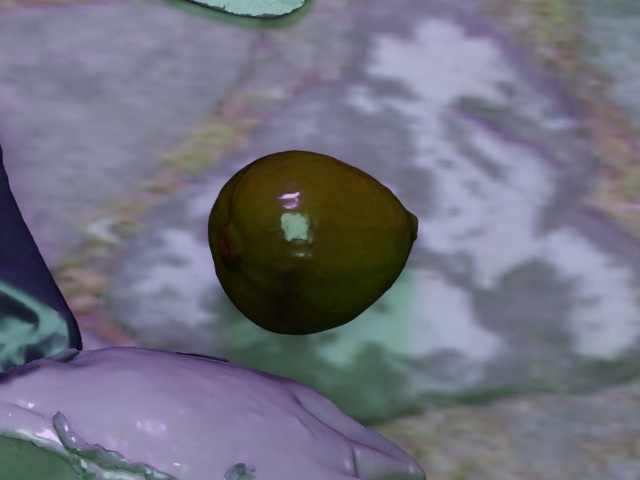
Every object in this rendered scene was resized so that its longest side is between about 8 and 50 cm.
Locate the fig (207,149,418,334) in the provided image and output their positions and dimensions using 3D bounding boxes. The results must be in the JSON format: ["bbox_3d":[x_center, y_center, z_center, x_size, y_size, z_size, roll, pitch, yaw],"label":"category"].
[{"bbox_3d":[0.000,0.000,0.783,0.088,0.074,0.074,-2,86,-32],"label":"fig"}]

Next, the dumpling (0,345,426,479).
[{"bbox_3d":[-0.068,0.117,0.741,0.247,0.142,0.172,20,121,-26],"label":"dumpling"}]

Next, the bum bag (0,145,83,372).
[{"bbox_3d":[-0.183,-0.032,0.773,0.123,0.060,0.248,-19,86,-7],"label":"bum bag"}]

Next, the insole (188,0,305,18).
[{"bbox_3d":[-0.087,-0.152,0.816,0.193,0.006,0.065,28,85,-2],"label":"insole"}]
